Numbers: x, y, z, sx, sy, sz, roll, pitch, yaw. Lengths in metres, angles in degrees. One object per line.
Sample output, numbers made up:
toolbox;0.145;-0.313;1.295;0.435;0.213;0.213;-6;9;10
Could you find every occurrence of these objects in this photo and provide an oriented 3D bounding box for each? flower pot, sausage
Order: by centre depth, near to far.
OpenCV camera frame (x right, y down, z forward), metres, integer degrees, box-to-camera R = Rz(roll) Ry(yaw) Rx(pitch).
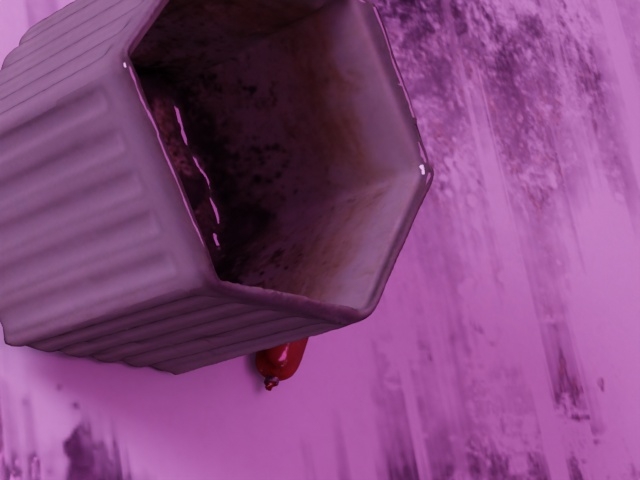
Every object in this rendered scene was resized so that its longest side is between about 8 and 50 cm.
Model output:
flower pot;-0.078;-0.042;0.837;0.239;0.190;0.209;16;65;-44
sausage;0.000;0.000;1.002;0.034;0.034;0.253;36;51;-18
